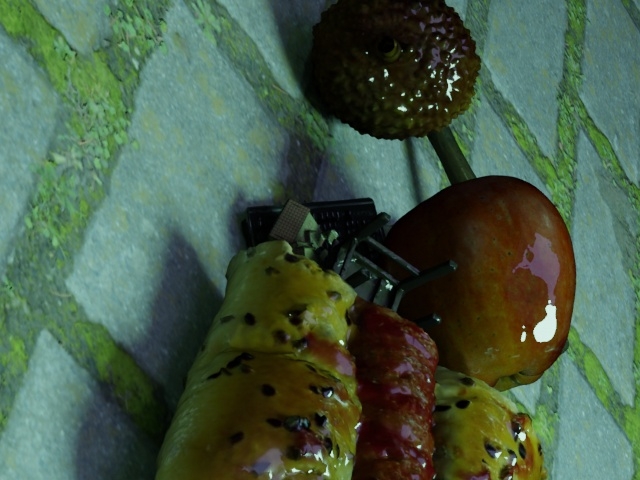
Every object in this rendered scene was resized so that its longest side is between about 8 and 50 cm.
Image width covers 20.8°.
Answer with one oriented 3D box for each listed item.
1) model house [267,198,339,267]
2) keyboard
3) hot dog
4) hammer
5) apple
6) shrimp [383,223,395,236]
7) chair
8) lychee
[{"bbox_3d":[-0.024,0.003,1.744,0.058,0.057,0.083,58,40,-27],"label":"model house"},{"bbox_3d":[0.000,0.000,1.845,0.230,0.025,0.093,-8,82,-54],"label":"keyboard"},{"bbox_3d":[0.016,0.223,1.546,0.367,0.196,0.365,38,43,-10],"label":"hot dog"},{"bbox_3d":[0.191,-0.047,2.109,0.168,0.044,0.440,18,40,-52],"label":"hammer"},{"bbox_3d":[0.166,0.052,1.833,0.234,0.234,0.234,40,40,-44],"label":"apple"},{"bbox_3d":[0.132,0.077,2.010,0.247,0.085,0.360,55,33,-3],"label":"shrimp"},{"bbox_3d":[0.030,0.065,1.736,0.101,0.212,0.084,34,53,-18],"label":"chair"},{"bbox_3d":[0.084,-0.203,1.988,0.238,0.200,0.200,-20,90,-84],"label":"lychee"}]
